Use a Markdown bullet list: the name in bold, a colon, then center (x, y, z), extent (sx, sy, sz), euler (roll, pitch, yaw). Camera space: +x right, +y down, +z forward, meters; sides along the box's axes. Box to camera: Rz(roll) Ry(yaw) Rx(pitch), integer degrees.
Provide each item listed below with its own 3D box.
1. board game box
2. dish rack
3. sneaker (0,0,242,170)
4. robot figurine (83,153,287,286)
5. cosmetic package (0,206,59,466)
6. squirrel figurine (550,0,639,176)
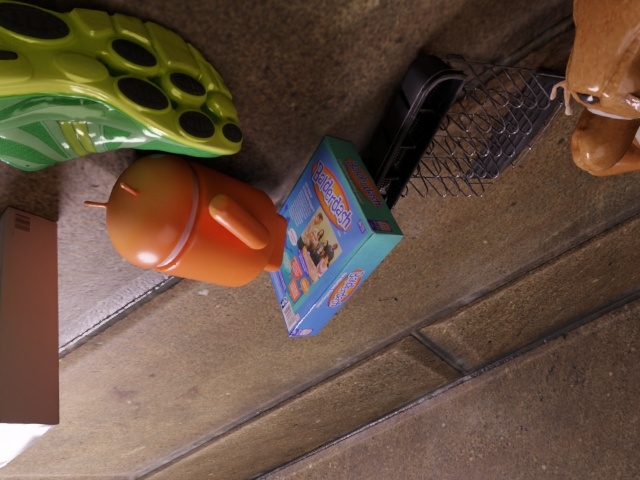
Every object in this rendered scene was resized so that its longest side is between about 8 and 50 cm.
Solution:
- **board game box**: center (0.000, 0.000, 0.598), extent (0.047, 0.160, 0.210), euler (4, 139, -34)
- **dish rack**: center (0.194, -0.131, 0.604), extent (0.271, 0.074, 0.208), euler (-4, 143, -25)
- **sneaker**: center (-0.207, -0.122, 0.391), extent (0.295, 0.109, 0.123), euler (3, 161, -35)
- **robot figurine**: center (-0.136, -0.020, 0.524), extent (0.219, 0.158, 0.128), euler (19, 112, -44)
- **cosmetic package**: center (-0.316, 0.089, 0.473), extent (0.099, 0.239, 0.060), euler (-35, 144, 19)
- **squirrel figurine**: center (0.428, -0.233, 0.487), extent (0.370, 0.281, 0.397), euler (22, 113, -33)
